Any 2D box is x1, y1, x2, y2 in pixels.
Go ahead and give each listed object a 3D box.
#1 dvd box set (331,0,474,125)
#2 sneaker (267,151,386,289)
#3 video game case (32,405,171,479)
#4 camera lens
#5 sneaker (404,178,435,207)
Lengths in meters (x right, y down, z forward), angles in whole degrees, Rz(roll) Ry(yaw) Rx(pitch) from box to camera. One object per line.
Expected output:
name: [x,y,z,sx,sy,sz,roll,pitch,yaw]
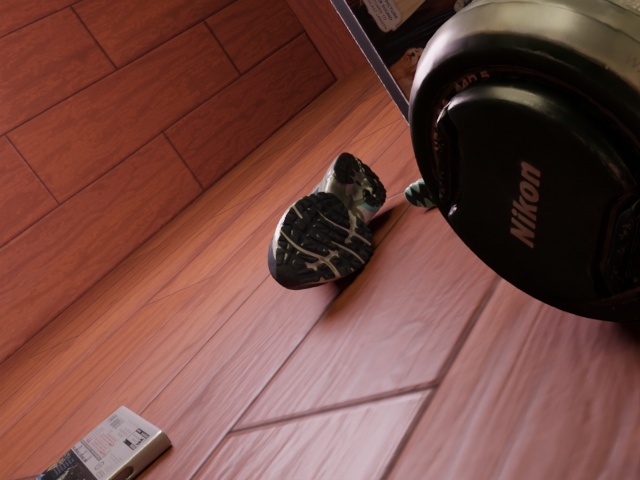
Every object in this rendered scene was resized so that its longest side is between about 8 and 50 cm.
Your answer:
dvd box set: [0.254,-0.416,1.367,0.420,0.307,0.062,-36,16,-10]
sneaker: [0.000,0.000,1.022,0.122,0.110,0.283,-48,1,32]
video game case: [-0.254,0.253,0.868,0.173,0.022,0.190,-40,14,-22]
camera lens: [0.209,-0.100,0.518,0.274,0.219,0.219,-41,14,-25]
sneaker: [0.154,-0.074,0.991,0.098,0.038,0.069,-15,20,33]
